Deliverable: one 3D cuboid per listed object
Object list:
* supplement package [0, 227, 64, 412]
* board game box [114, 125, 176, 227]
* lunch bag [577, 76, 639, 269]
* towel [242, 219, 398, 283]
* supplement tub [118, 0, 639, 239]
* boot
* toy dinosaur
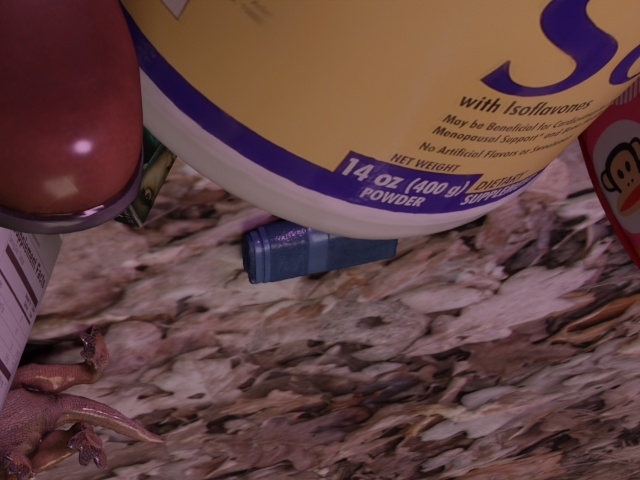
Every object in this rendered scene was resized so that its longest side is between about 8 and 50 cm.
[{"bbox_3d":[-0.271,-0.006,0.562,0.262,0.145,0.204,16,160,4],"label":"supplement package"},{"bbox_3d":[-0.097,-0.101,0.653,0.026,0.126,0.186,18,159,17],"label":"board game box"},{"bbox_3d":[0.243,-0.108,0.667,0.120,0.258,0.293,-3,151,-23],"label":"lunch bag"},{"bbox_3d":[0.000,0.000,0.994,0.119,0.029,0.067,-10,153,-10],"label":"towel"},{"bbox_3d":[0.065,-0.178,0.452,0.241,0.241,0.331,1,149,-30],"label":"supplement tub"},{"bbox_3d":[-0.097,-0.169,0.361,0.096,0.264,0.280,-9,154,-23],"label":"boot"},{"bbox_3d":[-0.281,0.160,1.056,0.296,0.127,0.200,-6,162,-46],"label":"toy dinosaur"}]
